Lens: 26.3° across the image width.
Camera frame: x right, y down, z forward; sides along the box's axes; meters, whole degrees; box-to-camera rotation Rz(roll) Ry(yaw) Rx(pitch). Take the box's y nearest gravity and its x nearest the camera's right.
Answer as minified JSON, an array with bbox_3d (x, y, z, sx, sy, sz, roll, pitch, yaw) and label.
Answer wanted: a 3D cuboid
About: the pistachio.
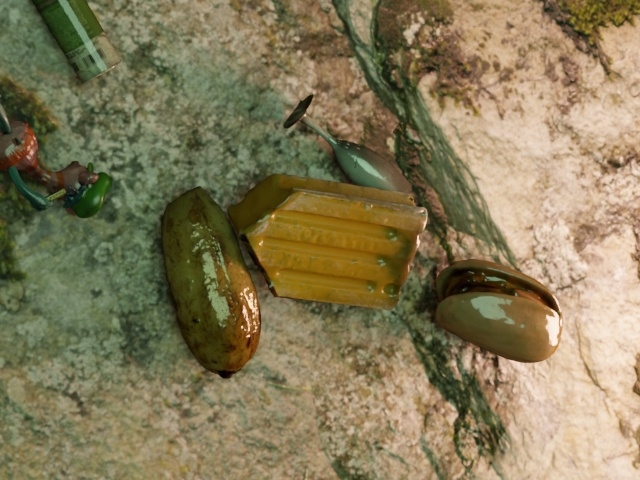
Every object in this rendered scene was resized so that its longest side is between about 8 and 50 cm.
[{"bbox_3d":[0.257,0.104,1.972,0.206,0.131,0.129,21,39,-16],"label":"pistachio"}]

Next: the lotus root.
[{"bbox_3d":[-0.147,0.059,1.814,0.110,0.097,0.258,-19,96,-25],"label":"lotus root"}]

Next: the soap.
[{"bbox_3d":[0.000,0.000,1.852,0.258,0.080,0.160,9,112,-24],"label":"soap"}]

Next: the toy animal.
[{"bbox_3d":[-0.362,-0.097,1.719,0.208,0.100,0.103,44,37,-30],"label":"toy animal"}]

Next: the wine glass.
[{"bbox_3d":[0.043,-0.119,1.903,0.198,0.066,0.066,38,78,-18],"label":"wine glass"}]

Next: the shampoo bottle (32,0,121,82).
[{"bbox_3d":[-0.334,-0.301,1.747,0.065,0.065,0.204,-35,104,-18],"label":"shampoo bottle"}]
